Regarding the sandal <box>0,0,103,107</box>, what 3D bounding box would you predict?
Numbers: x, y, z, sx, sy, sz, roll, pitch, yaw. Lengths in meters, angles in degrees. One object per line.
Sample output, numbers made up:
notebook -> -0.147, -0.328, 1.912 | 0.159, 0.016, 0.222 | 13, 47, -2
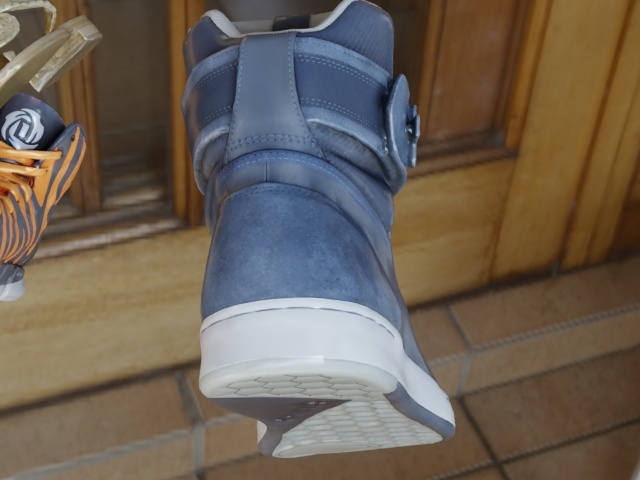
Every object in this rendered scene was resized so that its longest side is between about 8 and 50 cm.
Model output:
sandal -> -0.226, -0.149, 0.852 | 0.079, 0.088, 0.240 | 47, 11, -9

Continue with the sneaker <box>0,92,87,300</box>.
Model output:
sneaker -> -0.290, -0.044, 0.981 | 0.125, 0.180, 0.321 | 25, 0, -4

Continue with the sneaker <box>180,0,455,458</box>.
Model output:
sneaker -> 0.002, 0.000, 0.478 | 0.086, 0.226, 0.163 | -7, 70, 4
